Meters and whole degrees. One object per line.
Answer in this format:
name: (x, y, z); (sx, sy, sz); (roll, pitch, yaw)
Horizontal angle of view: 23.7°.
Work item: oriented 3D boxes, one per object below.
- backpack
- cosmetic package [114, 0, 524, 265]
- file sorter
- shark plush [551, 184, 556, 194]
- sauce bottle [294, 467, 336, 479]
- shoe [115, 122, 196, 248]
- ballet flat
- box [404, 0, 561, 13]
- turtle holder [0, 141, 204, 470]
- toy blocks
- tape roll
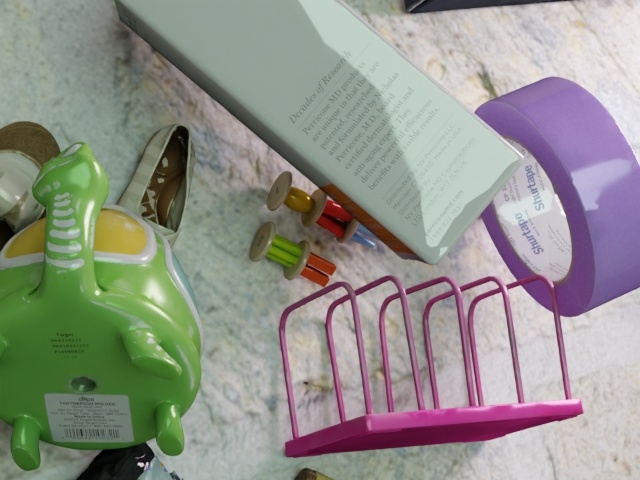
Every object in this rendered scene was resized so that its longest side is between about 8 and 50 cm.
backpack: (-0.192, 0.319, 1.641); (0.152, 0.115, 0.182); (-44, 103, -30)
cosmetic package: (-0.009, -0.175, 1.712); (0.453, 0.230, 0.161); (40, 88, -4)
file sorter: (0.120, 0.142, 1.791); (0.291, 0.202, 0.182); (-1, 76, -28)
shark plush: (0.255, -0.072, 1.976); (0.161, 0.067, 0.073); (-2, 81, -28)
sauce bottle: (0.028, 0.309, 1.797); (0.128, 0.042, 0.042); (26, 69, -18)
shoe: (-0.194, -0.037, 1.743); (0.076, 0.058, 0.219); (23, 70, -21)
ballet flat: (-0.373, -0.002, 1.606); (0.116, 0.124, 0.342); (41, 64, -8)
box: (0.327, -0.576, 1.986); (0.480, 0.297, 0.471); (-9, 82, -29)
turtle holder: (-0.253, 0.067, 1.561); (0.320, 0.243, 0.227); (51, 28, -40)
toy blocks: (0.000, 0.000, 1.838); (0.148, 0.054, 0.123); (26, 69, -21)
tape roll: (0.281, -0.051, 1.804); (0.090, 0.275, 0.275); (-23, 91, -16)
